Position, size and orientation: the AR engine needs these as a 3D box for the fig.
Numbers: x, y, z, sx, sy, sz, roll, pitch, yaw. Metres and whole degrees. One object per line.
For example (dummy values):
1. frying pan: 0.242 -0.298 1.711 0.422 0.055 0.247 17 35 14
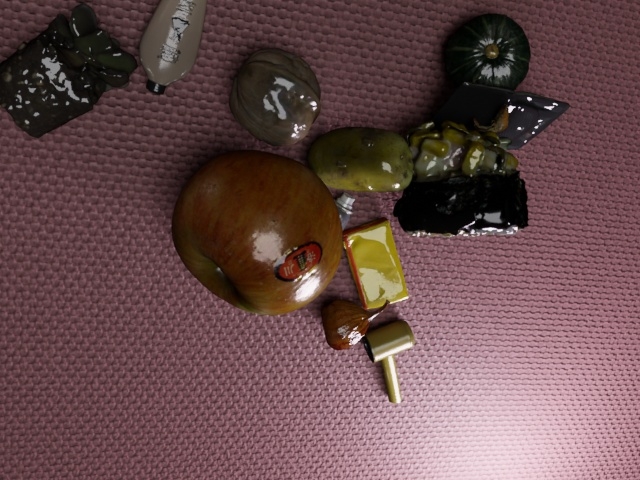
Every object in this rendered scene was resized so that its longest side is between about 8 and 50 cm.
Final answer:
1. fig: 0.098 0.212 1.874 0.201 0.146 0.134 -24 131 0

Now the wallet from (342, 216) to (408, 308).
1. wallet: 0.148 0.065 1.887 0.141 0.067 0.241 -18 111 -4

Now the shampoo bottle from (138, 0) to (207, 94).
1. shampoo bottle: -0.330 -0.449 1.524 0.127 0.078 0.257 15 108 -26

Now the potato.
1. potato: 0.084 -0.203 1.654 0.271 0.111 0.160 8 89 25

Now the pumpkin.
1. pumpkin: 0.416 -0.457 1.706 0.211 0.152 0.212 0 90 -2

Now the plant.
1. plant: -0.536 -0.352 1.439 0.276 0.188 0.199 -34 117 -1

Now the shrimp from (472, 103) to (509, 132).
1. shrimp: 0.427 -0.301 1.696 0.090 0.127 0.025 3 66 -3

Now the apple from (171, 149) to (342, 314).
1. apple: -0.136 -0.023 1.590 0.334 0.400 0.400 -48 120 -26

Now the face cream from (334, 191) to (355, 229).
1. face cream: 0.000 0.000 1.805 0.073 0.073 0.284 28 100 -24

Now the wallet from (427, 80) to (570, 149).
1. wallet: 0.439 -0.307 1.760 0.322 0.041 0.247 7 152 -20

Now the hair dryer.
1. hair dryer: 0.214 0.366 2.019 0.134 0.090 0.279 -20 121 -11

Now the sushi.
1. sushi: 0.364 -0.150 1.731 0.328 0.327 0.286 1 86 -49

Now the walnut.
1. walnut: -0.098 -0.330 1.580 0.224 0.224 0.224 -6 112 -15
